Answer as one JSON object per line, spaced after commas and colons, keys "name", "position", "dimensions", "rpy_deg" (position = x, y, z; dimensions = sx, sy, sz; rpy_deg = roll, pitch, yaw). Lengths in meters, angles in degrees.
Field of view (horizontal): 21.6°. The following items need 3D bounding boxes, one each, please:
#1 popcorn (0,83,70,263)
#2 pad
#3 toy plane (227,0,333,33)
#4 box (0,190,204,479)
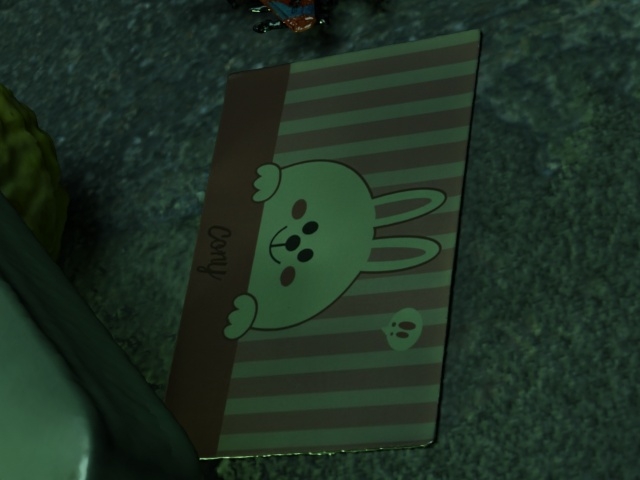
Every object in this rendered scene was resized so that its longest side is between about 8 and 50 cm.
{"name": "popcorn", "position": [-0.294, -0.026, 1.137], "dimensions": [0.259, 0.259, 0.212], "rpy_deg": [-41, 17, 3]}
{"name": "pad", "position": [0.000, 0.000, 1.085], "dimensions": [0.202, 0.005, 0.300], "rpy_deg": [-7, 58, 28]}
{"name": "toy plane", "position": [-0.042, -0.191, 1.200], "dimensions": [0.189, 0.061, 0.130], "rpy_deg": [-11, 57, 31]}
{"name": "box", "position": [-0.272, 0.163, 0.886], "dimensions": [0.396, 0.111, 0.396], "rpy_deg": [-51, 44, 7]}
